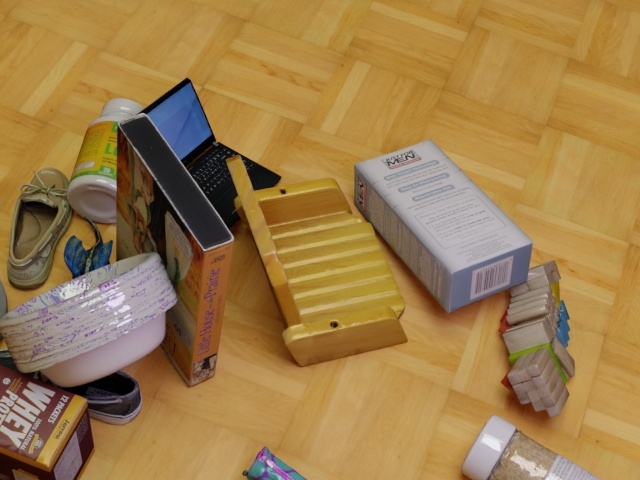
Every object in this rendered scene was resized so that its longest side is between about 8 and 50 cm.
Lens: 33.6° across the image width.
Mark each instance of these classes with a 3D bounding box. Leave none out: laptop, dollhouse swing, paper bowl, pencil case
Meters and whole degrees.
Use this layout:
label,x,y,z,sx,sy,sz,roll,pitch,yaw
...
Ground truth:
label,x,y,z,sx,sy,sz,roll,pitch,yaw
laptop,-0.236,-0.176,2.167,0.264,0.136,0.234,30,45,14
dollhouse swing,0.000,0.000,1.989,0.315,0.305,0.347,-11,55,-15
paper bowl,-0.370,0.138,1.743,0.284,0.284,0.148,-26,98,-24
pencil case,-0.055,0.420,1.815,0.152,0.070,0.064,33,56,15

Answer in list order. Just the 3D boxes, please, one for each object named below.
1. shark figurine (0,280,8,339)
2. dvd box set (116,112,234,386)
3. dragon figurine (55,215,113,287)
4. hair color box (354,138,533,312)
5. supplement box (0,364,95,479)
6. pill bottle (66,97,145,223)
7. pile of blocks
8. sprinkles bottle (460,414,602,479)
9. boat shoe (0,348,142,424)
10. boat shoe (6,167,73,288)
label,x,y,z,sx,sy,sz,roll,pitch,yaw
shark figurine,-0.628,0.085,1.963,0.166,0.116,0.278,-17,60,-21
dvd box set,-0.267,0.028,1.859,0.062,0.420,0.307,-22,60,-26
dragon figurine,-0.436,0.044,1.996,0.085,0.144,0.289,7,53,-3
hair color box,0.235,-0.038,2.113,0.185,0.113,0.374,-19,45,-19
supplement box,-0.493,0.325,1.750,0.191,0.194,0.129,20,53,7
pill bottle,-0.422,-0.168,2.159,0.136,0.136,0.245,8,53,-1
pile of blocks,0.406,0.193,2.040,0.113,0.149,0.362,-21,34,31
sprinkles bottle,0.421,0.442,1.830,0.355,0.121,0.121,31,56,14
boat shoe,-0.462,0.243,1.871,0.301,0.102,0.108,17,53,4
boat shoe,-0.549,-0.042,2.078,0.105,0.089,0.285,3,53,-4
